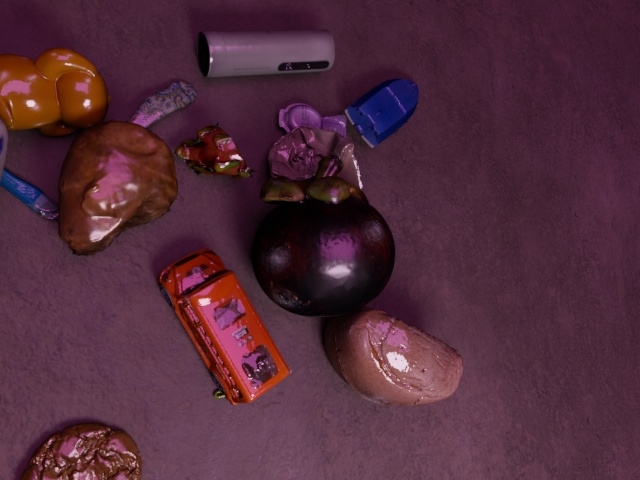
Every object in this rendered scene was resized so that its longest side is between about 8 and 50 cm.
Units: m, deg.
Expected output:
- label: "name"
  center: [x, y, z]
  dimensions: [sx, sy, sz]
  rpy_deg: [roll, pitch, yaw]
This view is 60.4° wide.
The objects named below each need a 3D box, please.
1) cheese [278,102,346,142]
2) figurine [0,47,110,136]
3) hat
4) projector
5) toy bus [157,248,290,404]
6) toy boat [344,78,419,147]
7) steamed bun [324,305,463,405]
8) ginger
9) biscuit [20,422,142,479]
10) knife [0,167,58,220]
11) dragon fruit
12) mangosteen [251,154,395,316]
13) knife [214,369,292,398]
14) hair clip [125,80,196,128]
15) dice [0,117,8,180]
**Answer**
- label: "cheese"
  center: [-0.018, -0.295, 1.409]
  dimensions: [0.190, 0.042, 0.105]
  rpy_deg: [8, 77, -24]
- label: "figurine"
  center: [-0.551, -0.288, 1.083]
  dimensions: [0.228, 0.215, 0.215]
  rpy_deg: [-29, 92, -38]
- label: "hat"
  center: [-0.018, -0.150, 1.365]
  dimensions: [0.214, 0.149, 0.245]
  rpy_deg: [-19, 126, -10]
- label: "projector"
  center: [-0.130, -0.465, 1.359]
  dimensions: [0.337, 0.108, 0.108]
  rpy_deg: [-11, 84, -26]
- label: "toy bus"
  center: [-0.204, 0.173, 1.163]
  dimensions: [0.142, 0.153, 0.330]
  rpy_deg: [-30, 91, -27]
- label: "toy boat"
  center: [0.189, -0.367, 1.503]
  dimensions: [0.129, 0.088, 0.295]
  rpy_deg: [52, 53, -6]
- label: "steamed bun"
  center: [0.152, 0.280, 1.264]
  dimensions: [0.301, 0.251, 0.199]
  rpy_deg: [28, 83, -19]
- label: "ginger"
  center: [-0.420, -0.120, 1.099]
  dimensions: [0.269, 0.200, 0.223]
  rpy_deg: [-31, 95, -27]
- label: "biscuit"
  center: [-0.454, 0.460, 1.049]
  dimensions: [0.225, 0.042, 0.226]
  rpy_deg: [5, 78, -23]
- label: "knife"
  center: [-0.639, -0.134, 1.101]
  dimensions: [0.296, 0.026, 0.044]
  rpy_deg: [39, 63, -10]
- label: "dragon fruit"
  center: [-0.239, -0.196, 1.256]
  dimensions: [0.174, 0.139, 0.142]
  rpy_deg: [-11, 41, 2]
- label: "mangosteen"
  center: [0.002, 0.013, 1.201]
  dimensions: [0.329, 0.330, 0.331]
  rpy_deg: [5, 77, -24]
- label: "knife"
  center: [-0.149, 0.320, 1.229]
  dimensions: [0.183, 0.026, 0.022]
  rpy_deg: [-12, 44, -24]
- label: "hair clip"
  center: [-0.373, -0.296, 1.250]
  dimensions: [0.066, 0.036, 0.229]
  rpy_deg: [45, 65, -3]
- label: "dice"
  center: [-0.706, -0.099, 0.871]
  dimensions: [0.304, 0.277, 0.304]
  rpy_deg: [19, 35, -23]
